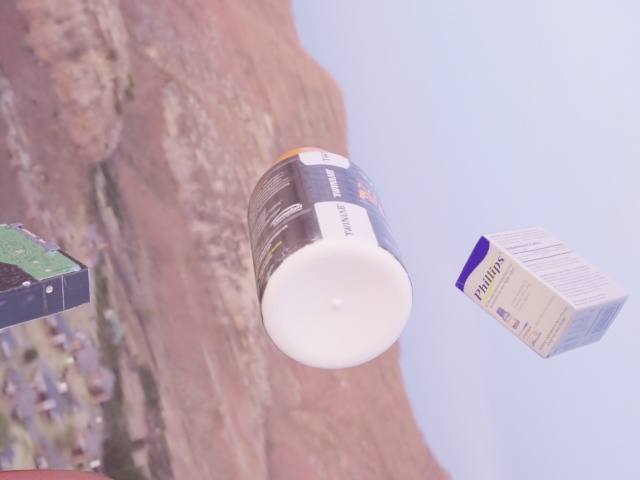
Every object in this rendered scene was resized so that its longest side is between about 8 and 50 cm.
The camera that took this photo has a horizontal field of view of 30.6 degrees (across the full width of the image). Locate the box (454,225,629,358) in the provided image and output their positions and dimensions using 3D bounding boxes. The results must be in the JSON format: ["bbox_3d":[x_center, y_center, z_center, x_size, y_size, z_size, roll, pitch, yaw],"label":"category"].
[{"bbox_3d":[0.242,0.053,1.283,0.137,0.126,0.072,42,-61,29],"label":"box"}]

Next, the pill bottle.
[{"bbox_3d":[0.000,0.000,1.070,0.245,0.131,0.130,-105,178,-61],"label":"pill bottle"}]

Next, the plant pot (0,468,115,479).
[{"bbox_3d":[-0.147,0.292,0.750,0.236,0.267,0.267,-26,135,-74],"label":"plant pot"}]

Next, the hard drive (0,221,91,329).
[{"bbox_3d":[-0.521,0.067,1.615,0.237,0.339,0.064,25,-57,44],"label":"hard drive"}]
